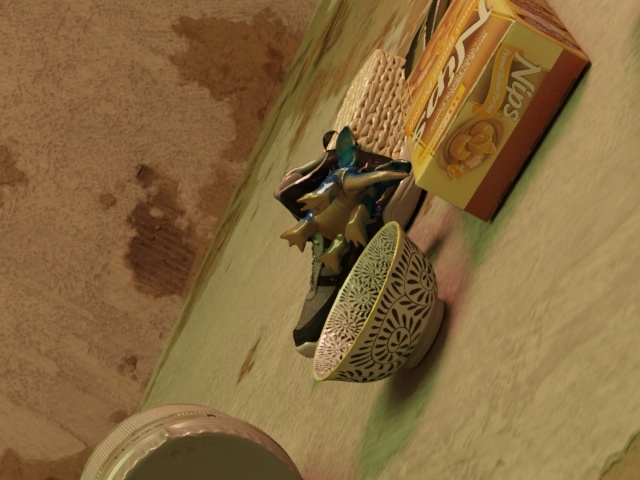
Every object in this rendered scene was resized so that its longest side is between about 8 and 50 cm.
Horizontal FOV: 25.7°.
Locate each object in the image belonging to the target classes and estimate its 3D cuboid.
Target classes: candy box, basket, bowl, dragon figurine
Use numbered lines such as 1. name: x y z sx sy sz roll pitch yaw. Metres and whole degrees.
1. candy box: 0.165 -0.163 1.434 0.183 0.087 0.316 -60 10 19
2. basket: 0.078 -0.147 1.808 0.113 0.103 0.167 -49 18 58
3. bowl: 0.067 0.074 1.342 0.170 0.080 0.170 -60 9 17
4. dragon figurine: 0.038 -0.060 1.463 0.144 0.085 0.289 -59 -1 -27

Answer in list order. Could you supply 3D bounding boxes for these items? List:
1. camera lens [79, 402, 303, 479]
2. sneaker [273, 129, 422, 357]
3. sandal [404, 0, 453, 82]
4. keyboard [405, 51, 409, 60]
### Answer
1. camera lens: -0.130 0.278 1.410 0.219 0.219 0.274 -64 10 -8
2. sneaker: 0.000 0.000 1.670 0.268 0.153 0.101 -61 10 12
3. sandal: 0.182 -0.284 1.698 0.303 0.086 0.120 -58 -5 -42
4. keyboard: 0.178 -0.285 1.905 0.192 0.038 0.100 -61 33 2
